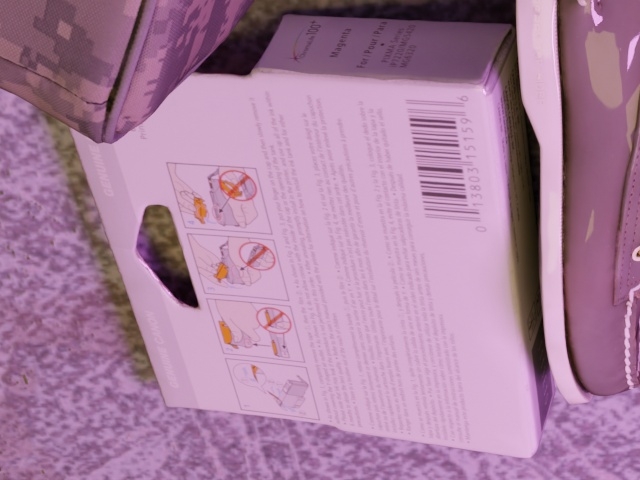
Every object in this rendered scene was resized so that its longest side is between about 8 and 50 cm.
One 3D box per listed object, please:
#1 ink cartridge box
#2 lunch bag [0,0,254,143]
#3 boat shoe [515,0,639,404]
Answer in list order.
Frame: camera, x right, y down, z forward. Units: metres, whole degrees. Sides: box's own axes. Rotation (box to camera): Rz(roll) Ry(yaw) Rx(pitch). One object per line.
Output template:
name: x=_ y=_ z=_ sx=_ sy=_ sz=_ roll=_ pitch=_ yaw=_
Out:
ink cartridge box: x=0.000 y=0.000 z=0.910 sx=0.239 sy=0.060 sz=0.275 roll=6 pitch=134 yaw=21
lunch bag: x=-0.117 y=-0.232 z=0.613 sx=0.256 sy=0.212 sz=0.305 roll=25 pitch=127 yaw=4
boat shoe: x=0.155 y=-0.034 z=0.835 sx=0.091 sy=0.109 sz=0.305 roll=-2 pitch=127 yaw=12
